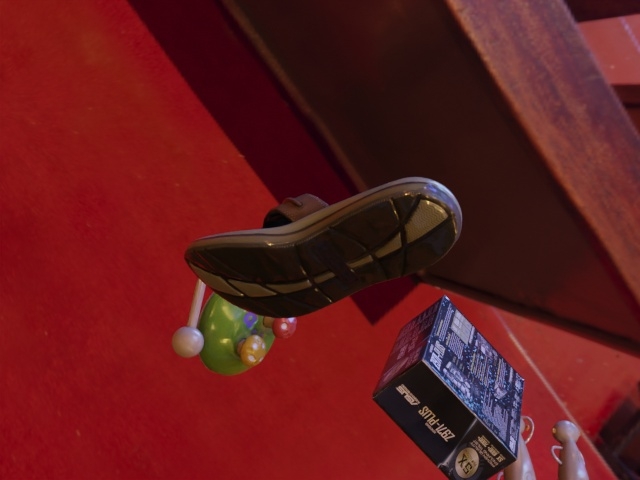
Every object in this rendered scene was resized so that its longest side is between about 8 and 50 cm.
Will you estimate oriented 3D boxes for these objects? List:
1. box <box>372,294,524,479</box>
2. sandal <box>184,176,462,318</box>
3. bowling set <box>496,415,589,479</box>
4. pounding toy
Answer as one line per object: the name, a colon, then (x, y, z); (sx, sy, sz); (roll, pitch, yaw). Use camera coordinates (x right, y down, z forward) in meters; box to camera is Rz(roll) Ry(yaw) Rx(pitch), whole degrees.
box: (0.149, 0.167, 0.961); (0.077, 0.180, 0.147); (-42, 94, 24)
sandal: (0.002, 0.001, 0.865); (0.303, 0.086, 0.120); (-15, 129, 25)
bowling set: (0.282, 0.379, 1.415); (0.287, 0.200, 0.154); (17, 54, -27)
pounding toy: (-0.128, 0.152, 1.473); (0.237, 0.110, 0.182); (32, 76, -52)
